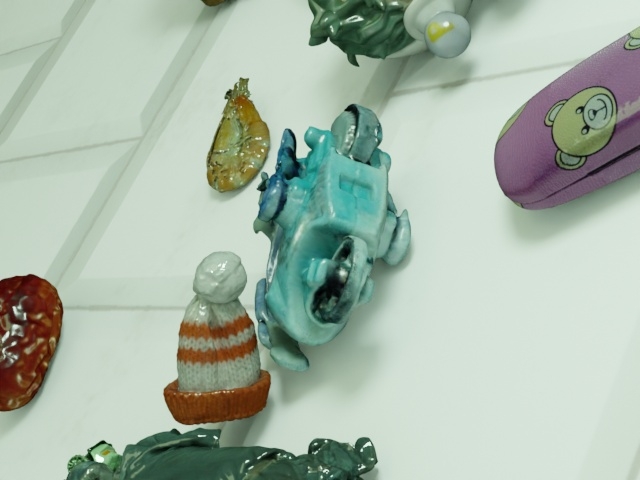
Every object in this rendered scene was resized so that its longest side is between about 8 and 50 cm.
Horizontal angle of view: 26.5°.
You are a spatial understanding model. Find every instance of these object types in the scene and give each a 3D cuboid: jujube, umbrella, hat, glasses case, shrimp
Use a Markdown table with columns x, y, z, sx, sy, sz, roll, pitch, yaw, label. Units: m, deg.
| x | y | z | sx | sy | sz | roll | pitch | yaw | label |
| --- | --- | --- | --- | --- | --- | --- | --- | --- | --- |
| -0.379 | 0.124 | 1.668 | 0.112 | 0.109 | 0.176 | 115 | 168 | -51 | jujube |
| -0.099 | 0.233 | 1.214 | 0.349 | 0.094 | 0.143 | -7 | 31 | 40 | umbrella |
| -0.098 | 0.089 | 1.292 | 0.093 | 0.162 | 0.112 | 2 | 13 | 33 | hat |
| 0.285 | -0.129 | 1.160 | 0.316 | 0.076 | 0.123 | -30 | 35 | 27 | glasses case |
| -0.099 | -0.130 | 1.674 | 0.091 | 0.043 | 0.184 | -24 | 45 | 23 | shrimp |

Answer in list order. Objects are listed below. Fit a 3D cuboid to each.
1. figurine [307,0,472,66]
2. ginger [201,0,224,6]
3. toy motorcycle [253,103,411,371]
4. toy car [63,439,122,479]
| x | y | z | sx | sy | sz | roll | pitch | yaw | label |
| --- | --- | --- | --- | --- | --- | --- | --- | --- | --- |
| 0.142 | -0.318 | 1.452 | 0.382 | 0.186 | 0.261 | -22 | 50 | 26 | figurine |
| -0.140 | -0.484 | 1.954 | 0.269 | 0.200 | 0.223 | -36 | 31 | 19 | ginger |
| 0.000 | 0.000 | 1.321 | 0.206 | 0.154 | 0.260 | -50 | 26 | 45 | toy motorcycle |
| -0.255 | 0.290 | 1.373 | 0.186 | 0.058 | 0.093 | -58 | -12 | -14 | toy car |
